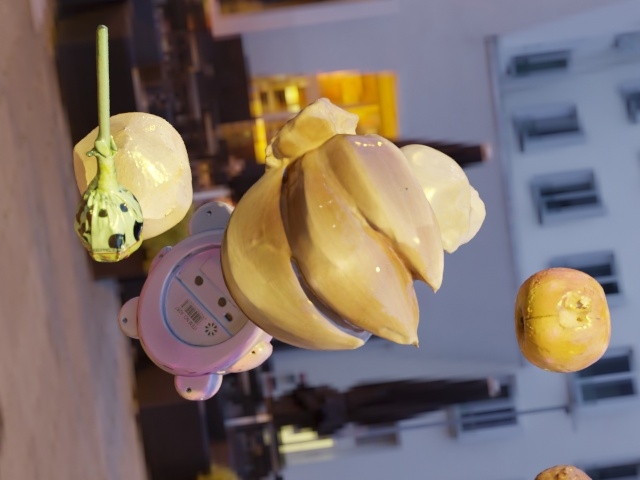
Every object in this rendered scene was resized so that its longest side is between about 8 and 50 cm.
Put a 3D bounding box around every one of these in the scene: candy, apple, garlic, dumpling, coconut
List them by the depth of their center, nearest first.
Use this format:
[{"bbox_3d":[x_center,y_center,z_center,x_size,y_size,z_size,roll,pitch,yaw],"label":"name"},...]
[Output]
[{"bbox_3d":[-0.250,-0.108,1.769,0.091,0.083,0.306,-104,-166,-55],"label":"candy"},{"bbox_3d":[0.001,0.000,1.866,0.132,0.279,0.325,26,40,-53],"label":"garlic"},{"bbox_3d":[-0.247,-0.087,2.004,0.162,0.161,0.161,80,1,-64],"label":"coconut"},{"bbox_3d":[0.328,0.106,2.022,0.146,0.146,0.147,173,-90,-88],"label":"apple"},{"bbox_3d":[0.143,-0.052,2.111,0.132,0.162,0.250,-57,169,30],"label":"dumpling"}]

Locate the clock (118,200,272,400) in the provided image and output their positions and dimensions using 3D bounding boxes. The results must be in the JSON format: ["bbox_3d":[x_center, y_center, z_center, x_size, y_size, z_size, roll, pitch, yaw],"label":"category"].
[{"bbox_3d":[-0.156,0.091,2.201,0.227,0.248,0.090,45,5,17],"label":"clock"}]

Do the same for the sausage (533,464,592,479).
[{"bbox_3d":[0.559,0.582,2.620,0.501,0.123,0.136,45,-22,6],"label":"sausage"}]
